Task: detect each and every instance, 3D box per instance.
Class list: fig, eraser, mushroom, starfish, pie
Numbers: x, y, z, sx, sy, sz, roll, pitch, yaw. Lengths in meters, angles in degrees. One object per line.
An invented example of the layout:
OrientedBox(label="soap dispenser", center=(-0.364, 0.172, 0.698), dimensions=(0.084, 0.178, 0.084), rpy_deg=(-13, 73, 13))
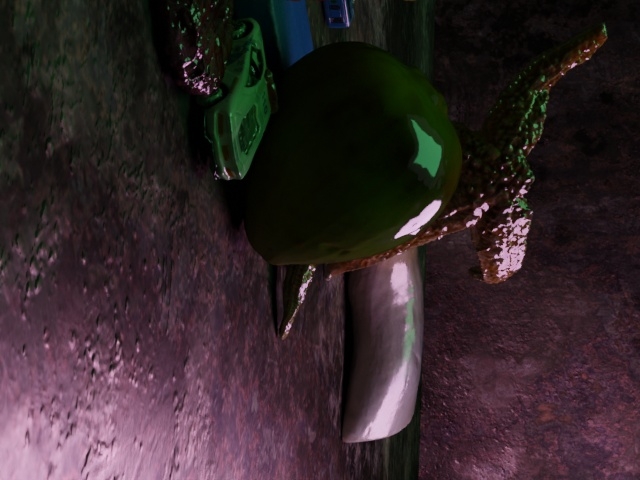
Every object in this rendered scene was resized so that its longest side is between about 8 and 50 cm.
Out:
OrientedBox(label="fig", center=(0.021, -0.079, 1.174), dimensions=(0.207, 0.230, 0.207), rpy_deg=(53, -12, 16))
OrientedBox(label="eraser", center=(-0.041, -0.193, 1.285), dimensions=(0.312, 0.042, 0.144), rpy_deg=(79, 16, -52))
OrientedBox(label="mushroom", center=(0.100, 0.113, 1.933), dimensions=(0.177, 0.126, 0.397), rpy_deg=(-33, 127, -69))
OrientedBox(label="starfish", center=(0.193, -0.098, 1.672), dimensions=(0.132, 0.384, 0.398), rpy_deg=(-76, 166, -60))
OrientedBox(label="pie", center=(-0.098, -0.190, 0.967), dimensions=(0.154, 0.036, 0.154), rpy_deg=(1, 90, -82))
OrientedBox(label="starfish", center=(0.000, 0.000, 1.397), dimensions=(0.277, 0.062, 0.236), rpy_deg=(-97, -153, -72))

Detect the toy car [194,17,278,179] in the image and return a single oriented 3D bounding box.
OrientedBox(label="toy car", center=(-0.069, -0.133, 1.081), dimensions=(0.186, 0.058, 0.093), rpy_deg=(-78, 164, -48))

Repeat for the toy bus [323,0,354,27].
OrientedBox(label="toy bus", center=(0.022, -0.335, 1.666), dimensions=(0.083, 0.038, 0.046), rpy_deg=(79, 19, -50))
